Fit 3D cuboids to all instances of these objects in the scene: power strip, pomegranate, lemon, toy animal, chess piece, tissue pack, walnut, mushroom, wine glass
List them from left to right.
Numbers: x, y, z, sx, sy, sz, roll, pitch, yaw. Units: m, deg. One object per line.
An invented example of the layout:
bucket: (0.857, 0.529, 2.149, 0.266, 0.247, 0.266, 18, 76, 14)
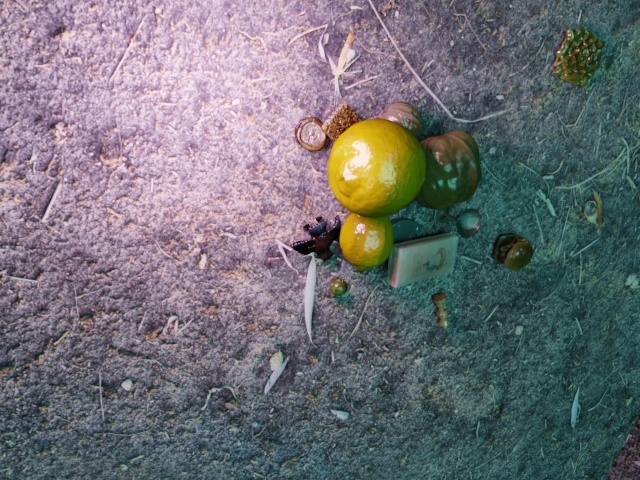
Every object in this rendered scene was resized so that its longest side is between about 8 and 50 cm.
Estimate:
mushroom: (-0.032, -0.370, 1.559, 0.123, 0.052, 0.123, -3, 98, -20)
toy animal: (0.003, 0.006, 1.654, 0.218, 0.116, 0.180, -32, 113, -14)
pomegranate: (0.071, 0.188, 1.764, 0.073, 0.073, 0.085, -19, 147, -12)
lemon: (0.172, -0.009, 1.659, 0.204, 0.204, 0.260, 4, 103, -20)
lemon: (0.191, -0.240, 1.494, 0.347, 0.348, 0.348, -5, 108, -17)
power strip: (0.296, 0.017, 1.790, 0.167, 0.054, 0.253, 34, 93, -22)
walnut: (0.295, -0.424, 1.611, 0.162, 0.140, 0.140, 33, 94, -34)
tissue pack: (0.413, 0.075, 1.790, 0.325, 0.071, 0.170, -10, 115, -33)
chess piece: (0.535, 0.315, 1.963, 0.060, 0.060, 0.172, -21, 114, -11)
walnut: (0.459, -0.261, 1.652, 0.253, 0.282, 0.277, -2, 120, 23)
wine glass: (0.533, -0.090, 1.766, 0.122, 0.183, 0.122, -7, 109, -19)

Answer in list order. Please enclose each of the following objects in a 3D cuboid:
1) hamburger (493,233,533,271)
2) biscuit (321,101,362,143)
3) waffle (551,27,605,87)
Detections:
hamburger: (0.857, 0.055, 1.947, 0.184, 0.131, 0.159, -5, 111, -21)
biscuit: (0.112, -0.373, 1.597, 0.131, 0.025, 0.231, -50, 128, 1)
waffle: (1.053, -0.744, 1.808, 0.223, 0.054, 0.204, 11, 102, -20)
